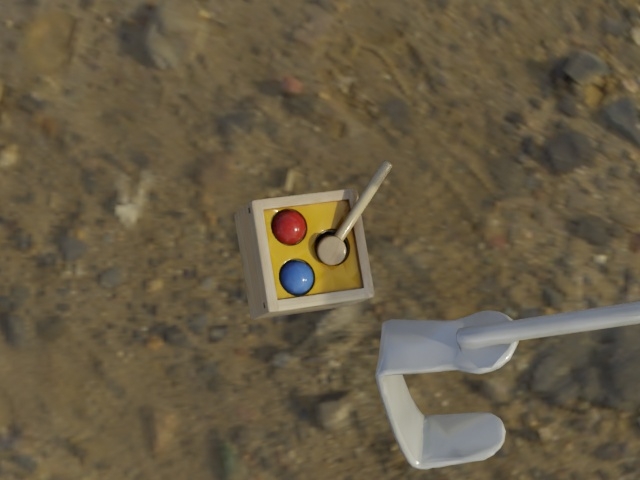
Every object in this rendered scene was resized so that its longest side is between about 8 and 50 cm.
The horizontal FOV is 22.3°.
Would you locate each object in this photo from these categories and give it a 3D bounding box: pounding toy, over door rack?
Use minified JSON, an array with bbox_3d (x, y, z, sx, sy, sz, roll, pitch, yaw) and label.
[{"bbox_3d":[0.000,0.000,1.595,0.141,0.100,0.130,-7,83,-18],"label":"pounding toy"},{"bbox_3d":[0.126,0.074,0.348,0.324,0.108,0.239,-19,41,29],"label":"over door rack"}]
